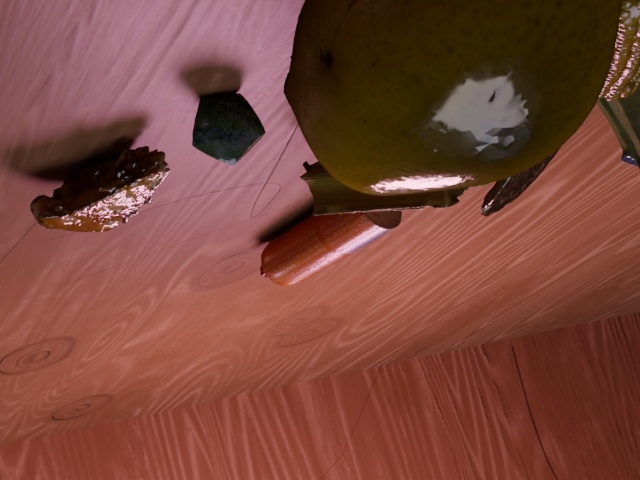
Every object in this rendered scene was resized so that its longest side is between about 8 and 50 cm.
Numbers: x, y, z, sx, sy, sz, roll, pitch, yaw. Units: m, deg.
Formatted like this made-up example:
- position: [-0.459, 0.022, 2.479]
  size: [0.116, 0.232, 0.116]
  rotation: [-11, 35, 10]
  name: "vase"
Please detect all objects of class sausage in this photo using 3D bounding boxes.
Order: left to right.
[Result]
- position: [0.000, 0.000, 2.335]
  size: [0.093, 0.093, 0.312]
  rotation: [-3, 160, -42]
  name: "sausage"

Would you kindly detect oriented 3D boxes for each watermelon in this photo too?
- position: [-0.121, -0.130, 1.749]
  size: [0.092, 0.084, 0.072]
  rotation: [-32, 163, -26]
  name: "watermelon"

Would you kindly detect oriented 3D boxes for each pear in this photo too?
- position: [0.150, -0.173, 1.517]
  size: [0.340, 0.191, 0.386]
  rotation: [18, 131, -37]
  name: "pear"

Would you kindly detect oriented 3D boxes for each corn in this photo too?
- position: [0.359, -0.263, 1.743]
  size: [0.120, 0.120, 0.363]
  rotation: [-18, 165, 3]
  name: "corn"

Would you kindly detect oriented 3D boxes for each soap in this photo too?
- position: [0.102, -0.095, 1.944]
  size: [0.233, 0.076, 0.135]
  rotation: [-1, -156, 36]
  name: "soap"

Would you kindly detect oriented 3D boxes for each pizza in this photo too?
- position: [-0.275, -0.073, 1.829]
  size: [0.194, 0.069, 0.154]
  rotation: [-31, 160, 23]
  name: "pizza"

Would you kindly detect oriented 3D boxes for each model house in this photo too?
- position: [0.502, -0.175, 2.025]
  size: [0.195, 0.189, 0.214]
  rotation: [-19, 175, 3]
  name: "model house"

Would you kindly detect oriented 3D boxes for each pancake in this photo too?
- position: [0.315, -0.135, 2.071]
  size: [0.250, 0.031, 0.250]
  rotation: [-50, 166, -17]
  name: "pancake"

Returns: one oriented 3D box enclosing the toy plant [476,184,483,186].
- position: [0.261, -0.156, 2.082]
  size: [0.154, 0.088, 0.240]
  rotation: [-19, 158, -42]
  name: "toy plant"
